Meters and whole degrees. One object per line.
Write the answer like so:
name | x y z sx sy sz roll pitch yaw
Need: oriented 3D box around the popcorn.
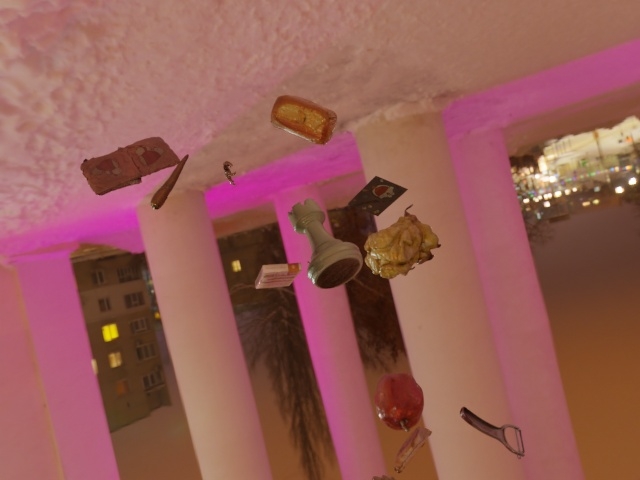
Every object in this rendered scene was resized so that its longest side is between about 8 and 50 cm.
popcorn | 0.208 0.007 1.355 0.195 0.173 0.168 -27 153 -16

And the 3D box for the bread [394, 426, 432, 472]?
bread | 0.246 0.564 1.441 0.129 0.044 0.126 -55 158 15

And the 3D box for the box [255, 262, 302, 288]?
box | -0.137 0.114 1.694 0.122 0.032 0.220 -3 163 -14

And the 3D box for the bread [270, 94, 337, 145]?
bread | -0.067 -0.509 2.222 0.288 0.152 0.119 28 -153 23

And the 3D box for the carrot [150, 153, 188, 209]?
carrot | -0.555 -0.221 1.965 0.049 0.254 0.049 24 159 10

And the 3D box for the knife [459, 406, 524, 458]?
knife | 0.569 0.639 1.783 0.053 0.278 0.123 -50 -160 32

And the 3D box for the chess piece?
chess piece | 0.000 0.000 1.818 0.195 0.299 0.194 -21 147 -14

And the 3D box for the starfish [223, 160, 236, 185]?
starfish | -0.255 -0.191 1.485 0.028 0.078 0.091 -18 155 -11

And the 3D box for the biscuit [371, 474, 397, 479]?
biscuit | 0.169 0.733 1.421 0.187 0.036 0.273 -55 -155 -4

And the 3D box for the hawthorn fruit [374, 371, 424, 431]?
hawthorn fruit | 0.307 0.638 2.052 0.205 0.205 0.253 -13 -155 9

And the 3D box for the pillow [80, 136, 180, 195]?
pillow | -0.528 -0.208 1.470 0.248 0.135 0.049 -29 156 -30

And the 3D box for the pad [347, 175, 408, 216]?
pad | 0.251 -0.192 2.346 0.170 0.006 0.245 19 145 -20
